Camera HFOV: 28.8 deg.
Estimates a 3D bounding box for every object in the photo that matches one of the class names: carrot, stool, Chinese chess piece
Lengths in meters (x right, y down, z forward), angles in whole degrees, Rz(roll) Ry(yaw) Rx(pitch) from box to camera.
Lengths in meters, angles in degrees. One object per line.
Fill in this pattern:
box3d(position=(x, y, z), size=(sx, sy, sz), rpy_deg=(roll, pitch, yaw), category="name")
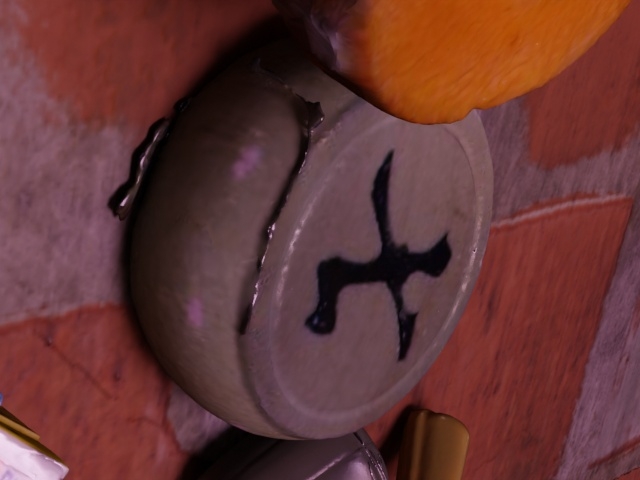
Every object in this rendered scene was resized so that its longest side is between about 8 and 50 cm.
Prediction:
box3d(position=(0.087, -0.189, 0.539), size=(0.307, 0.100, 0.258), rpy_deg=(-48, 145, -18), category="carrot")
box3d(position=(-0.019, 0.155, 0.753), size=(0.110, 0.096, 0.096), rpy_deg=(-30, 132, -32), category="stool")
box3d(position=(0.000, 0.000, 0.688), size=(0.238, 0.092, 0.237), rpy_deg=(-28, 130, -39), category="Chinese chess piece")

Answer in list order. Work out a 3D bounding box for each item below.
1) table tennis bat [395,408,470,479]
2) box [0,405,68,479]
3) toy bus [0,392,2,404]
box3d(position=(0.056, 0.244, 0.814), size=(0.198, 0.050, 0.320), rpy_deg=(40, 42, -23), category="table tennis bat")
box3d(position=(-0.233, 0.139, 0.424), size=(0.168, 0.097, 0.265), rpy_deg=(37, 79, -30), category="box")
box3d(position=(-0.181, 0.067, 0.536), size=(0.083, 0.046, 0.038), rpy_deg=(31, 82, -52), category="toy bus")
